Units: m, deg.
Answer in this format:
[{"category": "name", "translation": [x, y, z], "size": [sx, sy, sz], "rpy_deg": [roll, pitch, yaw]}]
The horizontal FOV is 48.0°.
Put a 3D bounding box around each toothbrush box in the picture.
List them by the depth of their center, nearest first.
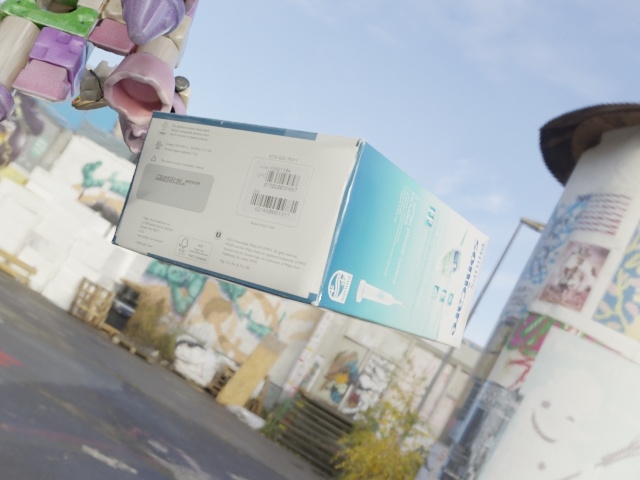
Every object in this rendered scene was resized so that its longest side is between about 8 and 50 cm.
[{"category": "toothbrush box", "translation": [0.000, 0.000, 0.663], "size": [0.216, 0.126, 0.295], "rpy_deg": [13, -7, 33]}]

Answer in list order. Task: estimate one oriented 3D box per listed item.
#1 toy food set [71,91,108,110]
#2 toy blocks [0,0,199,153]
[{"category": "toy food set", "translation": [-0.372, -0.235, 1.194], "size": [0.083, 0.020, 0.082], "rpy_deg": [-16, 4, -43]}, {"category": "toy blocks", "translation": [-0.271, -0.177, 0.696], "size": [0.288, 0.260, 0.309], "rpy_deg": [16, -35, -8]}]
